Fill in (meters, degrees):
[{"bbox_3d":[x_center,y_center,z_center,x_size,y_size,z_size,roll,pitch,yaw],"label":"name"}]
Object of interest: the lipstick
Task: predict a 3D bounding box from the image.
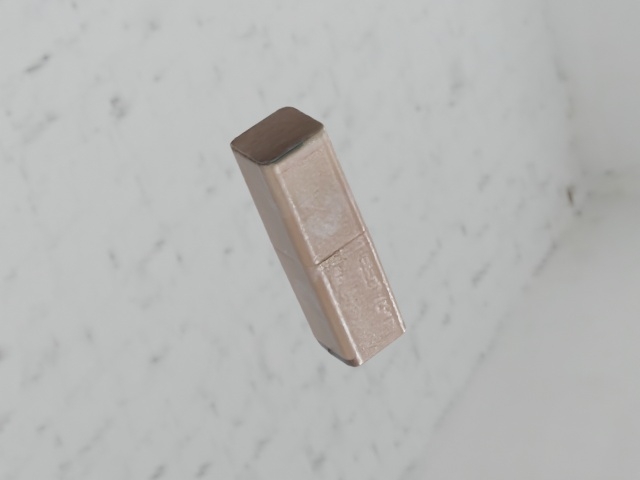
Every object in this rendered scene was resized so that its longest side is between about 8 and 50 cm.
[{"bbox_3d":[0.000,0.000,0.942,0.045,0.145,0.045,-34,-145,-16],"label":"lipstick"}]
